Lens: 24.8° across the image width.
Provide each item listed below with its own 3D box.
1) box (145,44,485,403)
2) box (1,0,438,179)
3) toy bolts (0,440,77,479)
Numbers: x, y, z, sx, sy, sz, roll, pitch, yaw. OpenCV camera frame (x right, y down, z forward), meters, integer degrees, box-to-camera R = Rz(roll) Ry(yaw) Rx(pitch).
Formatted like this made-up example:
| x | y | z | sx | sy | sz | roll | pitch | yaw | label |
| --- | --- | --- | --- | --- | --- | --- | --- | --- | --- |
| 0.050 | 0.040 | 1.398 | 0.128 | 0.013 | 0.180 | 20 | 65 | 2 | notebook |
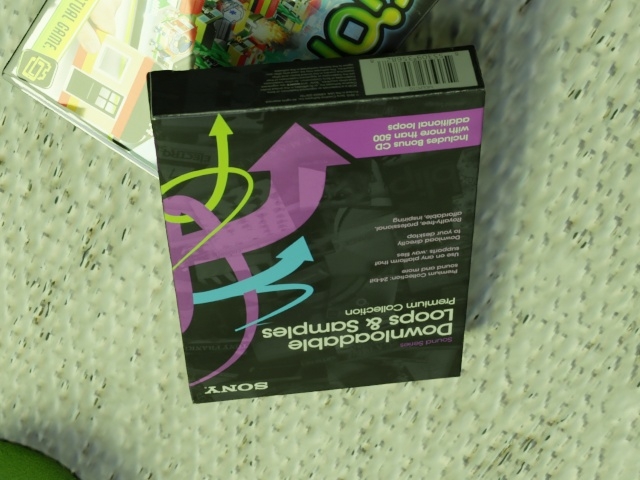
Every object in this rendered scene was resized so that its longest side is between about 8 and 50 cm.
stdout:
| x | y | z | sx | sy | sz | roll | pitch | yaw | label |
| --- | --- | --- | --- | --- | --- | --- | --- | --- | --- |
| 0.000 | 0.000 | 0.555 | 0.116 | 0.029 | 0.162 | -6 | 138 | -3 | box |
| -0.016 | -0.105 | 0.515 | 0.114 | 0.036 | 0.207 | 33 | 126 | -11 | box |
| -0.245 | 0.212 | 0.718 | 0.218 | 0.158 | 0.228 | 20 | 127 | -1 | toy bolts |
